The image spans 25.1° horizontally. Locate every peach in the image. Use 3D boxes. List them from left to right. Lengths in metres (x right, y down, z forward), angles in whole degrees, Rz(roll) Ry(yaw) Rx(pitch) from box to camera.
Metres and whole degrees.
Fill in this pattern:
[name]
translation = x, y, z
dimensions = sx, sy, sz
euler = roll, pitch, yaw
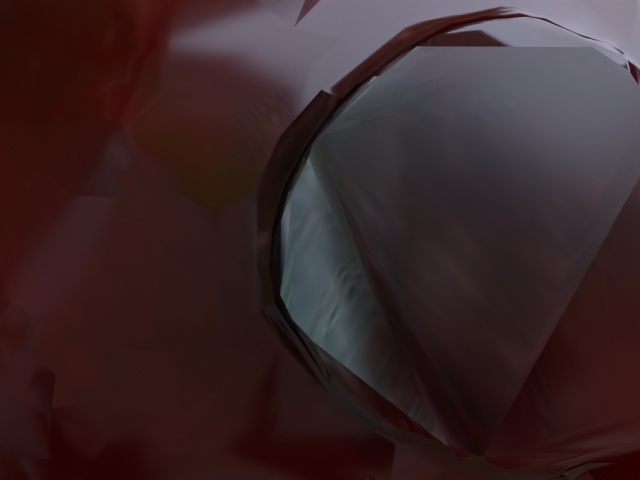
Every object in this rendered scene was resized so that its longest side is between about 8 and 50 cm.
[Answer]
[peach]
translation = 0.016, 0.000, 0.529
dimensions = 0.310, 0.405, 0.335
euler = -139, -137, -82
